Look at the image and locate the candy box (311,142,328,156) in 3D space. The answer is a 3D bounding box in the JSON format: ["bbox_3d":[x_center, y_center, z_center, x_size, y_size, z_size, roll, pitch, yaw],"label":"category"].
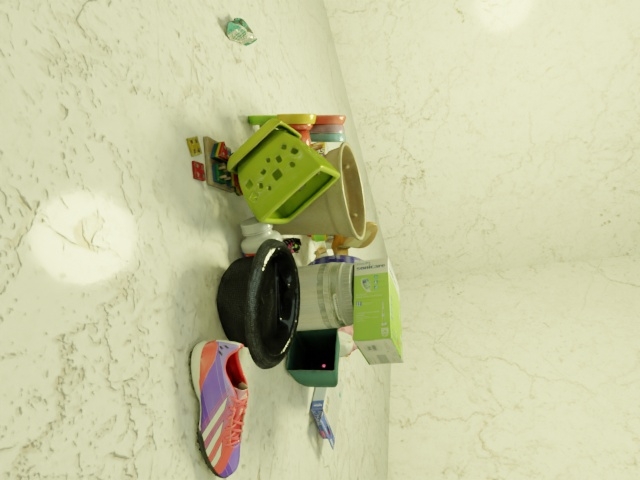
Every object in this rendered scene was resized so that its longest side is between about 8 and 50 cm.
[{"bbox_3d":[-0.024,-0.357,1.974,0.053,0.109,0.186,61,26,-51],"label":"candy box"}]

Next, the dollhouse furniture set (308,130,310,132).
[{"bbox_3d":[-0.060,-0.409,1.784,0.182,0.161,0.101,-8,90,-72],"label":"dollhouse furniture set"}]

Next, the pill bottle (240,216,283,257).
[{"bbox_3d":[-0.165,0.043,1.299,0.124,0.124,0.221,-59,137,-64],"label":"pill bottle"}]

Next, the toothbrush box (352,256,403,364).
[{"bbox_3d":[0.188,0.230,1.422,0.206,0.122,0.283,60,28,-50],"label":"toothbrush box"}]

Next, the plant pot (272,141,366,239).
[{"bbox_3d":[-0.028,-0.144,1.519,0.334,0.306,0.333,-8,90,-74],"label":"plant pot"}]

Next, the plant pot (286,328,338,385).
[{"bbox_3d":[-0.008,0.439,1.584,0.234,0.166,0.165,75,16,-49],"label":"plant pot"}]

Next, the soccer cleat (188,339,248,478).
[{"bbox_3d":[-0.212,0.383,0.996,0.108,0.116,0.318,-11,92,-73],"label":"soccer cleat"}]

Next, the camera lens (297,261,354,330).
[{"bbox_3d":[-0.008,0.190,1.483,0.219,0.274,0.219,-8,90,-73],"label":"camera lens"}]

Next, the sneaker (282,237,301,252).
[{"bbox_3d":[-0.113,0.025,1.560,0.170,0.075,0.063,-46,126,-69],"label":"sneaker"}]

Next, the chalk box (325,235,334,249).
[{"bbox_3d":[0.044,-0.070,2.024,0.213,0.132,0.132,62,27,-52],"label":"chalk box"}]

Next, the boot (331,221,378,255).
[{"bbox_3d":[0.121,-0.052,1.755,0.295,0.104,0.211,-52,-147,46],"label":"boot"}]

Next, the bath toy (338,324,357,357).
[{"bbox_3d":[0.132,0.471,2.098,0.129,0.151,0.348,-65,168,13],"label":"bath toy"}]

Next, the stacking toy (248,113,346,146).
[{"bbox_3d":[-0.078,-0.354,1.476,0.309,0.280,0.130,-17,112,-50],"label":"stacking toy"}]

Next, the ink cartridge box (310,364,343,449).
[{"bbox_3d":[0.028,0.648,1.765,0.311,0.065,0.185,-76,153,-56],"label":"ink cartridge box"}]

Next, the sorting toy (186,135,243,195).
[{"bbox_3d":[-0.268,-0.211,1.208,0.274,0.046,0.132,14,69,-72],"label":"sorting toy"}]

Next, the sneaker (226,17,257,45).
[{"bbox_3d":[-0.269,-0.691,1.430,0.076,0.065,0.166,64,15,-4],"label":"sneaker"}]

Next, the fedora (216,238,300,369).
[{"bbox_3d":[-0.171,0.161,1.156,0.334,0.153,0.334,0,90,-69],"label":"fedora"}]

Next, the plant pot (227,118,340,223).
[{"bbox_3d":[-0.110,-0.194,1.222,0.207,0.227,0.228,52,13,7],"label":"plant pot"}]

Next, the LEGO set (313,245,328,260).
[{"bbox_3d":[0.014,0.094,1.887,0.287,0.132,0.107,52,25,-48],"label":"LEGO set"}]

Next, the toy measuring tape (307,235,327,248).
[{"bbox_3d":[0.000,0.000,1.906,0.121,0.121,0.330,-74,161,-54],"label":"toy measuring tape"}]

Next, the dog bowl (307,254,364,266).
[{"bbox_3d":[0.070,0.162,1.776,0.265,0.265,0.104,56,28,-55],"label":"dog bowl"}]
